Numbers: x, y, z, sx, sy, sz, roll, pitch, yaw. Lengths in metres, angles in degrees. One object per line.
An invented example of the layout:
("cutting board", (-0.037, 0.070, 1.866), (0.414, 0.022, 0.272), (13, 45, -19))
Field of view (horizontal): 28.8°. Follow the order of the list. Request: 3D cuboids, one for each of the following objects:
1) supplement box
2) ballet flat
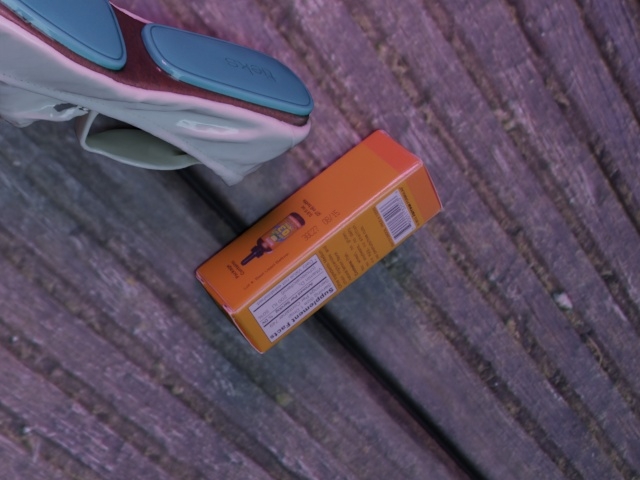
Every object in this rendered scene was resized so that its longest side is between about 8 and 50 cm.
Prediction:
("supplement box", (0.000, 0.000, 1.193), (0.233, 0.078, 0.080), (-36, 135, -10))
("ballet flat", (-0.177, -0.128, 0.969), (0.400, 0.139, 0.139), (20, 105, -42))
